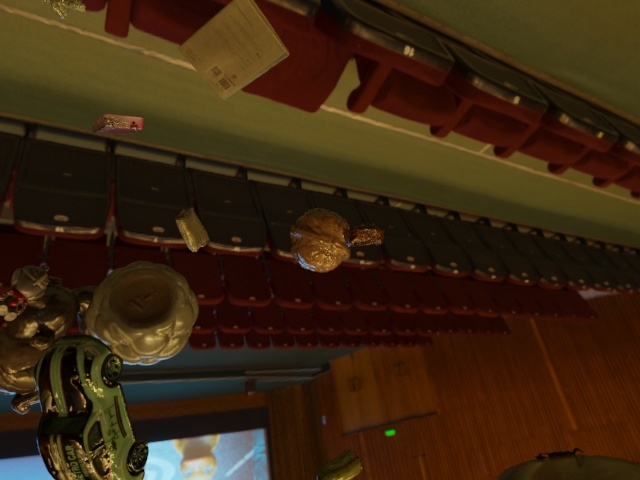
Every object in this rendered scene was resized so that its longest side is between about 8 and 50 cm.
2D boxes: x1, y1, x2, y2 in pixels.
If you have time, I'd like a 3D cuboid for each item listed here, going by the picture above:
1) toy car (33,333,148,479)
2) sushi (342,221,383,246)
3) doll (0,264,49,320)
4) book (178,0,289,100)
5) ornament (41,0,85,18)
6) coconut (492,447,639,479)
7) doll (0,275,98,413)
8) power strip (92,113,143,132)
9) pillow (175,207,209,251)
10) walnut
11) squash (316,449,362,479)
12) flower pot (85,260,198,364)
[{"bbox_3d":[-0.410,0.320,0.763,0.136,0.306,0.125,-6,-166,13],"label":"toy car"},{"bbox_3d":[0.097,-0.013,0.995,0.120,0.055,0.052,-5,-178,-25],"label":"sushi"},{"bbox_3d":[-0.748,0.123,1.116,0.079,0.180,0.094,-18,124,18],"label":"doll"},{"bbox_3d":[-0.263,-0.571,1.328,0.282,0.025,0.215,-22,128,27],"label":"book"},{"bbox_3d":[-0.651,-0.602,1.115,0.092,0.069,0.041,-26,-164,-18],"label":"ornament"},{"bbox_3d":[0.267,0.364,0.371,0.322,0.323,0.323,-8,152,-4],"label":"coconut"},{"bbox_3d":[-0.800,0.320,1.342,0.378,0.383,0.252,15,-175,-44],"label":"doll"},{"bbox_3d":[-0.638,-0.360,1.383,0.109,0.038,0.279,-4,-170,-34],"label":"power strip"},{"bbox_3d":[-0.569,-0.050,1.948,0.077,0.134,0.181,-17,109,14],"label":"pillow"},{"bbox_3d":[0.000,0.000,1.328,0.198,0.198,0.245,-3,-176,-13],"label":"walnut"},{"bbox_3d":[0.059,0.821,1.558,0.095,0.095,0.188,-32,161,35],"label":"squash"},{"bbox_3d":[-0.410,0.168,1.029,0.246,0.246,0.195,1,151,-21],"label":"flower pot"}]
